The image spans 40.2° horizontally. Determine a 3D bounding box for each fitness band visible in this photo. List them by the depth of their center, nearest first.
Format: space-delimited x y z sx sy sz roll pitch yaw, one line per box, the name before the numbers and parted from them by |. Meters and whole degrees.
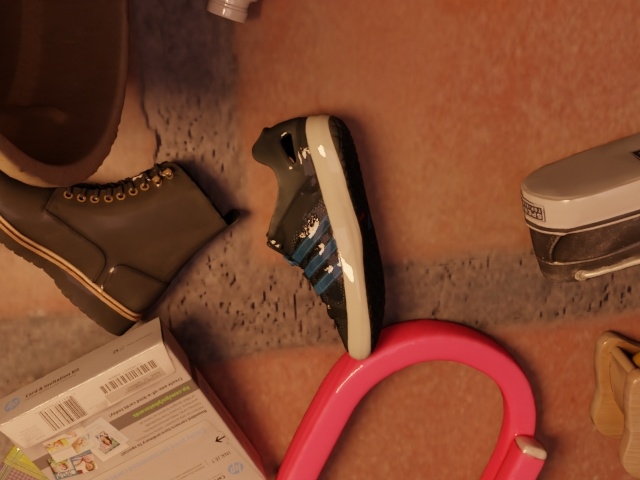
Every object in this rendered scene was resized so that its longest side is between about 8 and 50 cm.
fitness band | 0.074 0.210 0.777 0.209 0.054 0.290 22 102 -13

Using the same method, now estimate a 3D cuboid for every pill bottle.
pill bottle | -0.056 -0.202 0.632 0.043 0.043 0.083 16 105 -12

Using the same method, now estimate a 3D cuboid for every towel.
towel | -0.259 0.220 0.759 0.060 0.009 0.083 30 101 -15

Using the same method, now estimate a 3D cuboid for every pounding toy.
pounding toy | 0.378 0.157 0.745 0.270 0.155 0.154 14 110 -11

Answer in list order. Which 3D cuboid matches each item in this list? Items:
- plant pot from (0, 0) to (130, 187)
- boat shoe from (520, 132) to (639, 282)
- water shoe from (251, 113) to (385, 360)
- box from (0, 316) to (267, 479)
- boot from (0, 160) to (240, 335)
plant pot | -0.308 -0.179 0.488 0.306 0.334 0.333 -6 109 7
boat shoe | 0.320 -0.037 0.700 0.306 0.113 0.104 -18 116 1
water shoe | 0.000 0.000 0.702 0.080 0.073 0.203 -6 106 17
box | -0.148 0.167 0.719 0.145 0.038 0.186 -28 123 2
boot | -0.172 -0.038 0.662 0.137 0.077 0.198 -42 121 2
